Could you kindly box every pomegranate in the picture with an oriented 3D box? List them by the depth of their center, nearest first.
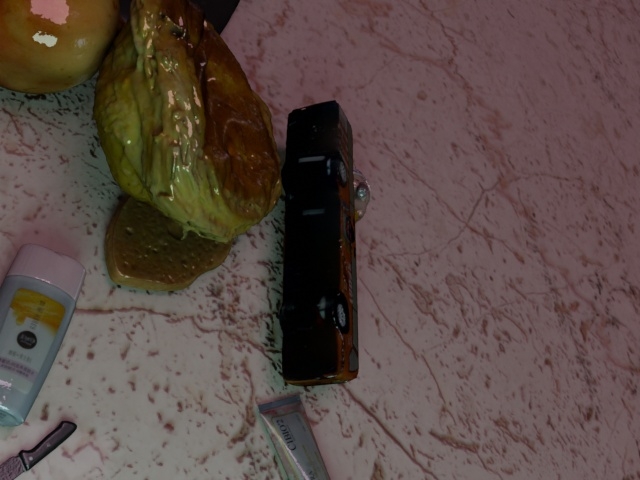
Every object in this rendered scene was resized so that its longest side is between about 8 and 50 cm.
[{"bbox_3d":[-0.348,-0.279,1.031,0.209,0.209,0.209,17,55,-26],"label":"pomegranate"}]

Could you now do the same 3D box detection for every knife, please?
[{"bbox_3d":[-0.321,0.239,0.863,0.023,0.010,0.170,51,49,0],"label":"knife"}]

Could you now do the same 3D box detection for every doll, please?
[{"bbox_3d":[0.046,-0.069,1.254,0.073,0.084,0.127,31,59,-20],"label":"doll"}]

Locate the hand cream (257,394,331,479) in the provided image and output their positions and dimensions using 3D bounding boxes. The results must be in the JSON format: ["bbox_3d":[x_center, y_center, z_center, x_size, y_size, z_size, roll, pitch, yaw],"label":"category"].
[{"bbox_3d":[-0.012,0.291,1.031,0.067,0.043,0.209,-8,64,-38],"label":"hand cream"}]

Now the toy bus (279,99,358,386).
[{"bbox_3d":[0.000,0.000,1.143,0.092,0.093,0.408,49,37,-58],"label":"toy bus"}]

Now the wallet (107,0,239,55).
[{"bbox_3d":[-0.223,-0.392,1.281,0.197,0.051,0.377,30,50,-14],"label":"wallet"}]

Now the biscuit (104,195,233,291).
[{"bbox_3d":[-0.193,-0.009,1.086,0.142,0.029,0.221,50,46,0],"label":"biscuit"}]

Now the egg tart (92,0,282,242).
[{"bbox_3d":[-0.168,-0.151,1.057,0.339,0.153,0.351,18,55,-70],"label":"egg tart"}]

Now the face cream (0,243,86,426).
[{"bbox_3d":[-0.321,0.099,0.913,0.084,0.057,0.198,26,52,-22],"label":"face cream"}]
